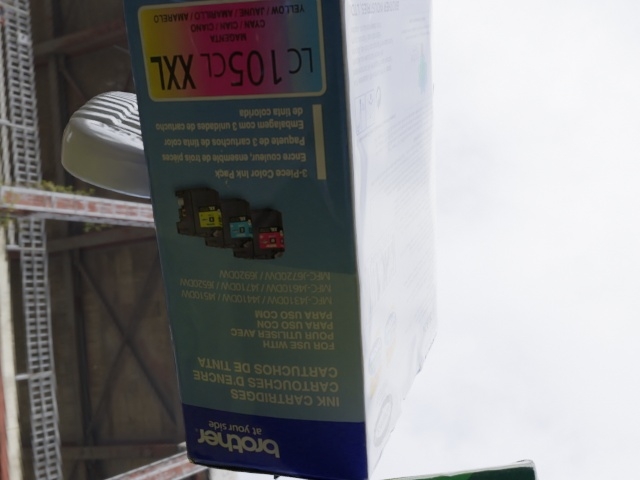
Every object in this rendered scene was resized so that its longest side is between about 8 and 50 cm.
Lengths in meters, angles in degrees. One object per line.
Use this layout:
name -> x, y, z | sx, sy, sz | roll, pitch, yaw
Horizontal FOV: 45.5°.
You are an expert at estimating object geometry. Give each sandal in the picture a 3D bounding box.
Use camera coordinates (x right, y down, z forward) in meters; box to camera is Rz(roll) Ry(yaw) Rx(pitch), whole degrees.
sandal -> -0.169, -0.083, 0.785 | 0.170, 0.416, 0.102 | 20, -78, 1

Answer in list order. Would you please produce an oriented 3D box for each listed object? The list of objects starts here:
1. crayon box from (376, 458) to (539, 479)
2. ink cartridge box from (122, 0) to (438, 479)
crayon box -> -0.065, 0.170, 0.372 | 0.202, 0.319, 0.081 | -31, -120, 48
ink cartridge box -> 0.000, 0.000, 0.608 | 0.151, 0.270, 0.395 | 1, -72, 20
